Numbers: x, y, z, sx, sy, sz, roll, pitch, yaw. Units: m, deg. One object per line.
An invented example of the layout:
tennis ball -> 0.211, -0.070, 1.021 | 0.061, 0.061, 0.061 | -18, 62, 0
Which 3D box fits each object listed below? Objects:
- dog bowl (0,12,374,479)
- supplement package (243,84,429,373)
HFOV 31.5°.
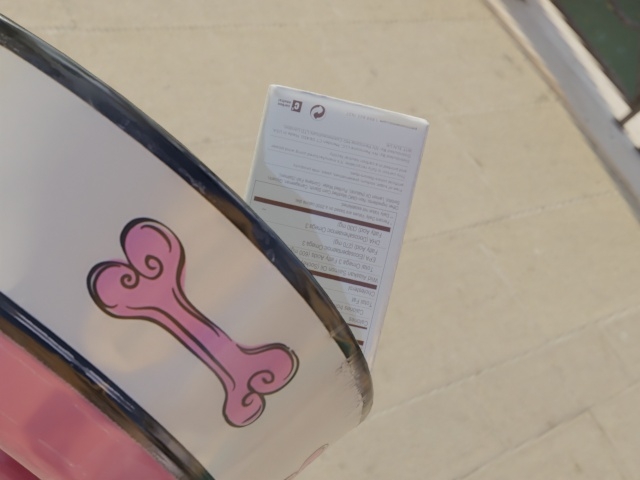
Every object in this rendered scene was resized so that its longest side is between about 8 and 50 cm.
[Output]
dog bowl -> -0.179, 0.040, 0.650 | 0.408, 0.408, 0.150 | 39, 69, -7
supplement package -> 0.000, 0.000, 0.744 | 0.105, 0.179, 0.105 | 13, 3, 1
